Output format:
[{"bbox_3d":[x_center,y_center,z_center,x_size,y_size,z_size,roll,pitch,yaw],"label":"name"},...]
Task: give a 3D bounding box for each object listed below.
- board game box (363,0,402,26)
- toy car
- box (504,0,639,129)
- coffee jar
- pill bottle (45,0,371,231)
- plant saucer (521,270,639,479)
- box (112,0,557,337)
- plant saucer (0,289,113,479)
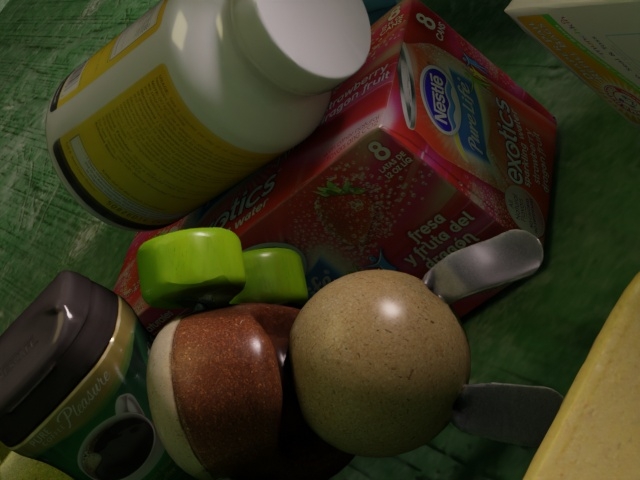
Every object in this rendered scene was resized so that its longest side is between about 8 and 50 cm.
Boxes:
[{"bbox_3d":[-0.012,-0.343,1.186,0.050,0.390,0.390,-15,-4,0],"label":"board game box"},{"bbox_3d":[0.025,0.062,0.895,0.188,0.149,0.155,-15,77,21],"label":"toy car"},{"bbox_3d":[0.195,-0.123,0.879,0.114,0.103,0.203,-56,21,-10],"label":"box"},{"bbox_3d":[-0.094,0.100,1.003,0.096,0.184,0.079,-45,21,17],"label":"coffee jar"},{"bbox_3d":[-0.059,-0.081,0.993,0.184,0.103,0.103,-29,30,45],"label":"pill bottle"},{"bbox_3d":[0.153,0.146,0.552,0.333,0.081,0.333,-59,21,-19],"label":"plant saucer"},{"bbox_3d":[0.000,0.000,1.061,0.257,0.123,0.128,-37,24,35],"label":"box"},{"bbox_3d":[-0.197,0.116,1.401,0.188,0.045,0.188,-54,20,-5],"label":"plant saucer"}]
